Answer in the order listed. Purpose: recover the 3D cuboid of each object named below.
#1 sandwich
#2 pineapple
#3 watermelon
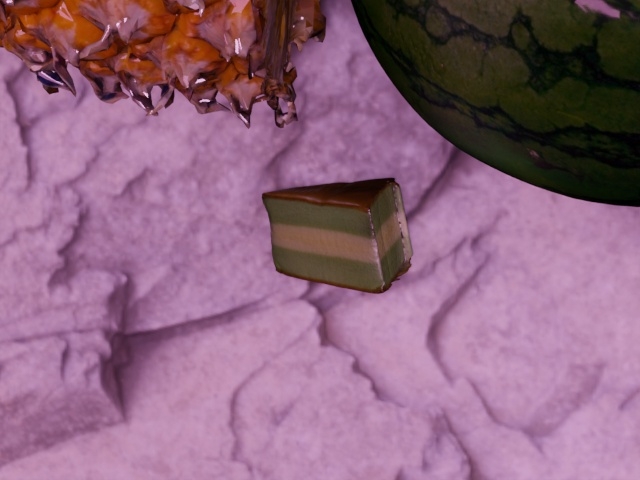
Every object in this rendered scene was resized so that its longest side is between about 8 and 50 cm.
[{"bbox_3d":[0.000,0.000,1.303,0.116,0.074,0.074,-5,107,23],"label":"sandwich"},{"bbox_3d":[-0.136,-0.240,1.106,0.300,0.352,0.352,6,112,14],"label":"pineapple"},{"bbox_3d":[0.186,-0.182,1.015,0.363,0.363,0.363,7,112,19],"label":"watermelon"}]
